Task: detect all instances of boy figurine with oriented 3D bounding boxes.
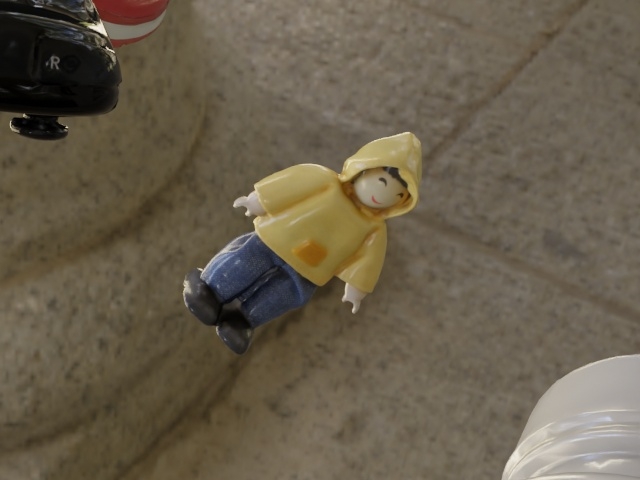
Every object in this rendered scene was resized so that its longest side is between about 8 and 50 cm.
[{"bbox_3d":[0.000,0.000,1.373,0.177,0.285,0.092,48,17,-19],"label":"boy figurine"}]

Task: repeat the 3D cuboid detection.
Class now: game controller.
[{"bbox_3d":[-0.234,-0.080,0.464,0.319,0.067,0.166,5,3,-25],"label":"game controller"}]

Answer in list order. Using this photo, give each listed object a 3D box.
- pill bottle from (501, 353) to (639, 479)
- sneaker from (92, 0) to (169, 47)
[{"bbox_3d":[0.075,0.163,0.371,0.152,0.152,0.272,19,44,12],"label":"pill bottle"},{"bbox_3d":[-0.120,-0.174,0.650,0.087,0.128,0.221,46,20,18],"label":"sneaker"}]
